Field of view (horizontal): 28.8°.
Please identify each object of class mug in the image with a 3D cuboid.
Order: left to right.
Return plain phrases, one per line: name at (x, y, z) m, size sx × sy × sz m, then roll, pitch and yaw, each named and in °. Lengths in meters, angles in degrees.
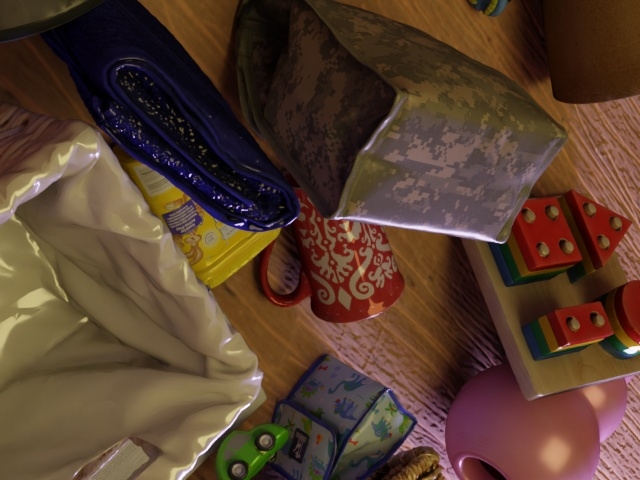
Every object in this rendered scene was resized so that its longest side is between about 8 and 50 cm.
mug at (0.008, 0.001, 1.383) m, size 0.150 × 0.113 × 0.169 m, roll -34°, pitch 123°, yaw -29°

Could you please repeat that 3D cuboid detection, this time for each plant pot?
plant pot at (0.360, -0.325, 1.504) m, size 0.237 × 0.237 × 0.254 m, roll -31°, pitch 109°, yaw -29°

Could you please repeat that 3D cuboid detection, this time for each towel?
towel at (-0.155, -0.137, 1.062) m, size 0.076 × 0.308 × 0.228 m, roll -43°, pitch 132°, yaw 5°

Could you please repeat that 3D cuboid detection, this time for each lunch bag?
lunch bag at (0.012, 0.225, 1.460) m, size 0.151 × 0.129 × 0.096 m, roll -50°, pitch 127°, yaw -12°
lunch bag at (0.060, -0.141, 1.265) m, size 0.235 × 0.287 × 0.169 m, roll 8°, pitch 122°, yaw -38°

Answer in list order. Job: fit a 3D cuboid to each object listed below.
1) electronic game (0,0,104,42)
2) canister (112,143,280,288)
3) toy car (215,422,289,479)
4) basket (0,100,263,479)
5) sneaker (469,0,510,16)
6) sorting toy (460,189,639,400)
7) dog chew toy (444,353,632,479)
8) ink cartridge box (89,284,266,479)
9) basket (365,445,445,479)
electronic game at (-0.245, -0.233, 0.991) m, size 0.229 × 0.229 × 0.048 m, roll -40°, pitch 143°, yaw -22°
canister at (-0.125, -0.051, 1.271) m, size 0.126 × 0.073 × 0.170 m, roll -40°, pitch 127°, yaw -21°
toy car at (-0.126, 0.276, 1.359) m, size 0.225 × 0.053 × 0.239 m, roll -45°, pitch 163°, yaw -17°
basket at (-0.289, 0.092, 1.053) m, size 0.328 × 0.266 × 0.331 m, roll -45°, pitch 129°, yaw -19°
sneaker at (0.223, -0.335, 1.424) m, size 0.078 × 0.067 × 0.188 m, roll -54°, pitch 175°, yaw -29°
sorting toy at (0.328, 0.051, 1.590) m, size 0.255 × 0.089 × 0.257 m, roll -6°, pitch 69°, yaw -39°
dog chew toy at (0.317, 0.213, 1.679) m, size 0.332 × 0.207 × 0.206 m, roll -43°, pitch 130°, yaw -30°
ink cartridge box at (-0.172, 0.174, 1.308) m, size 0.223 × 0.045 × 0.224 m, roll -43°, pitch 143°, yaw -19°
basket at (-0.002, 0.366, 1.449) m, size 0.299 × 0.213 × 0.223 m, roll -33°, pitch 120°, yaw -26°
